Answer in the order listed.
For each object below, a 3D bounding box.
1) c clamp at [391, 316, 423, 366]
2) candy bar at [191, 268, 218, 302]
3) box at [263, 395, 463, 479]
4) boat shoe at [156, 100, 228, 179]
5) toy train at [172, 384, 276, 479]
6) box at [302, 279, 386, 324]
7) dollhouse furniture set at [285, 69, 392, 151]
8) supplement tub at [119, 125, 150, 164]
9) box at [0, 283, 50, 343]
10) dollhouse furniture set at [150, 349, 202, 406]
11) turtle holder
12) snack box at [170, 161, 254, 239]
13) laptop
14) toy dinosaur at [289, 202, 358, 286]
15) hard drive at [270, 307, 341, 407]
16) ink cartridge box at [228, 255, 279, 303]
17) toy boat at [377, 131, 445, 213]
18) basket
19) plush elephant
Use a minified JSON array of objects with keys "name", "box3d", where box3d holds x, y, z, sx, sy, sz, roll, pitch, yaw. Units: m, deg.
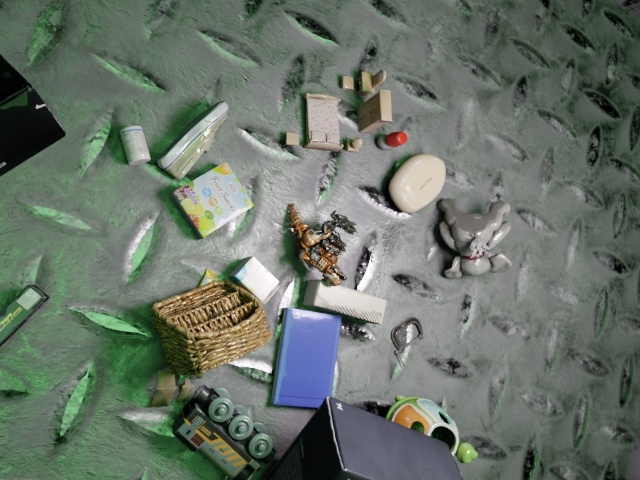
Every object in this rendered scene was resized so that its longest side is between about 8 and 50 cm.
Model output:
[{"name":"c clamp","box3d":[0.333,0.374,1.978,0.161,0.022,0.137,-34,93,-23]},{"name":"candy bar","box3d":[-0.385,0.169,1.670,0.040,0.018,0.161,33,71,-18]},{"name":"box","box3d":[0.111,0.795,1.560,0.480,0.297,0.471,27,107,-19]},{"name":"boat shoe","box3d":[-0.398,-0.326,1.689,0.302,0.109,0.094,-49,120,-12]},{"name":"toy train","box3d":[-0.294,0.600,1.604,0.190,0.142,0.334,-45,105,-10]},{"name":"box","box3d":[0.086,0.217,1.831,0.275,0.113,0.094,18,78,-20]},{"name":"dollhouse furniture set","box3d":[0.060,-0.490,1.868,0.356,0.174,0.303,1,83,-25]},{"name":"supplement tub","box3d":[-0.573,-0.294,1.609,0.071,0.071,0.107,-15,91,-26]},{"name":"box","box3d":[-0.824,0.219,1.369,0.059,0.183,0.232,45,69,-13]},{"name":"dollhouse furniture set","box3d":[-0.444,0.414,1.608,0.144,0.123,0.151,5,47,-25]},{"name":"turtle holder","box3d":[0.381,0.710,1.843,0.243,0.227,0.320,-37,99,-24]},{"name":"snack box","box3d":[-0.350,-0.130,1.693,0.207,0.070,0.174,-37,99,-26]},{"name":"laptop","box3d":[-0.924,-0.360,1.487,0.264,0.136,0.234,42,66,13]},{"name":"toy dinosaur","box3d":[0.000,0.000,1.779,0.218,0.164,0.321,-26,91,-30]},{"name":"hard drive","box3d":[-0.045,0.403,1.786,0.210,0.040,0.318,12,79,-23]},{"name":"ink cartridge box","box3d":[-0.214,0.134,1.713,0.143,0.090,0.092,47,68,-14]},{"name":"toy boat","box3d":[0.337,-0.279,2.002,0.267,0.148,0.318,-38,108,-18]},{"name":"basket","box3d":[-0.310,0.242,1.545,0.299,0.214,0.223,-17,93,-46]},{"name":"plush elephant","box3d":[0.601,0.021,2.033,0.272,0.255,0.330,0,42,13]}]
